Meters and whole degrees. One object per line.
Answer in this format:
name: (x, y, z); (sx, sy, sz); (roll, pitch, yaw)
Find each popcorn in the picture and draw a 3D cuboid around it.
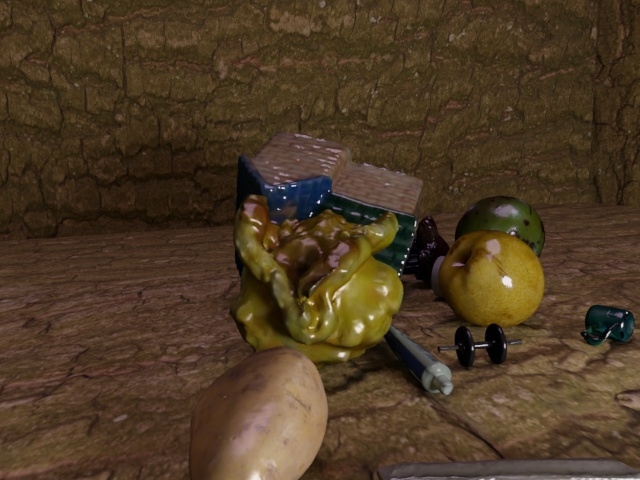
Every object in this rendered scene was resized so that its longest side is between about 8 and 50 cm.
popcorn: (-0.014, 0.078, 0.915); (0.320, 0.290, 0.325); (3, 9, -36)

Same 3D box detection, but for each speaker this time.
speaker: (0.526, 0.156, 0.966); (0.094, 0.060, 0.075); (-10, 11, -37)

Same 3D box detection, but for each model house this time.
model house: (0.000, 0.000, 1.289); (0.444, 0.396, 0.400); (16, 28, 9)

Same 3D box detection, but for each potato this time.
potato: (-0.065, 0.213, 0.599); (0.161, 0.128, 0.235); (-19, 16, -6)

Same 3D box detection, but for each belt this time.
belt: (0.219, 0.034, 1.591); (0.217, 0.122, 0.128); (4, 7, -5)

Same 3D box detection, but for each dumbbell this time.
dumbbell: (0.268, 0.176, 0.877); (0.146, 0.070, 0.069); (-3, 9, -8)

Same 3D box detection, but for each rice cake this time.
rice cake: (0.186, 0.244, 0.519); (0.255, 0.052, 0.057); (-2, -24, 1)

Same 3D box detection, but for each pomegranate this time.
pomegranate: (0.473, 0.002, 1.399); (0.242, 0.243, 0.306); (2, 14, 23)

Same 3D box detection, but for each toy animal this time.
toy animal: (0.318, 0.022, 1.428); (0.116, 0.180, 0.218); (7, 31, 19)

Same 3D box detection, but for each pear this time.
pear: (0.354, 0.079, 1.066); (0.208, 0.209, 0.209); (-2, 9, 0)

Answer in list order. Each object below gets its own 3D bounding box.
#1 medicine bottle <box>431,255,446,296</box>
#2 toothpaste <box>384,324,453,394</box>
medicine bottle: (0.360, 0.094, 1.245); (0.167, 0.105, 0.105); (5, 12, 36)
toothpaste: (0.148, 0.185, 0.871); (0.069, 0.047, 0.268); (27, 4, -18)
